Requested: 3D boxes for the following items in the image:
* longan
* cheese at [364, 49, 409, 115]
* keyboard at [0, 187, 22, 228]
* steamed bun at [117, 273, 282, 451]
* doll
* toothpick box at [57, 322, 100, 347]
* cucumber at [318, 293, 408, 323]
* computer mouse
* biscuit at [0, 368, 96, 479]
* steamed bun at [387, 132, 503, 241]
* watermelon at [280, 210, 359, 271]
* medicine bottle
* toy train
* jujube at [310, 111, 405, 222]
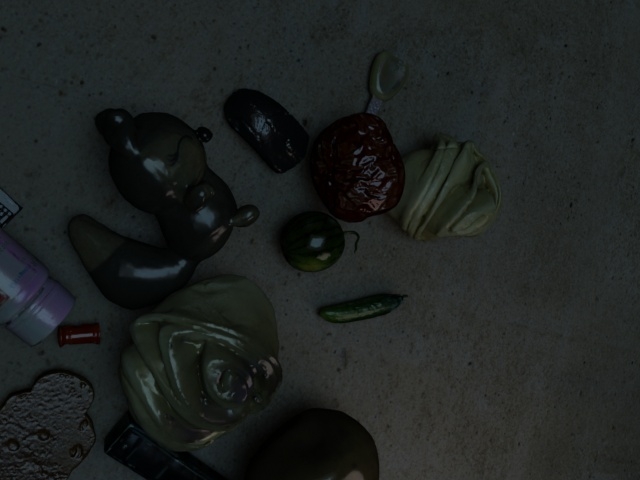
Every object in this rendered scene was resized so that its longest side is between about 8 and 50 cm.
[{"bbox_3d":[-0.019,0.536,1.635,0.350,0.289,0.288,-29,106,-41],"label":"longan"},{"bbox_3d":[0.146,-0.362,1.773,0.097,0.037,0.192,27,84,-23],"label":"cheese"},{"bbox_3d":[-0.703,-0.123,1.412,0.087,0.017,0.250,-48,110,-13],"label":"keyboard"},{"bbox_3d":[-0.224,0.274,1.506,0.352,0.247,0.339,-28,130,-31],"label":"steamed bun"},{"bbox_3d":[-0.351,-0.076,1.458,0.382,0.252,0.378,45,75,-14],"label":"doll"},{"bbox_3d":[-0.503,0.196,1.512,0.083,0.047,0.047,-1,95,-24],"label":"toothpick box"},{"bbox_3d":[0.111,0.167,1.789,0.250,0.056,0.056,-9,98,-21],"label":"cucumber"},{"bbox_3d":[-0.118,-0.252,1.641,0.217,0.073,0.122,43,76,-23],"label":"computer mouse"},{"bbox_3d":[-0.576,0.403,1.498,0.208,0.041,0.290,33,81,-22],"label":"biscuit"},{"bbox_3d":[0.310,-0.123,1.775,0.289,0.203,0.275,28,83,-23],"label":"steamed bun"},{"bbox_3d":[0.000,0.000,1.680,0.187,0.141,0.140,-11,99,-27],"label":"watermelon"},{"bbox_3d":[-0.610,0.077,1.397,0.254,0.152,0.152,45,76,-22],"label":"medicine bottle"},{"bbox_3d":[-0.292,0.527,1.613,0.409,0.089,0.086,42,87,-22],"label":"toy train"},{"bbox_3d":[0.086,-0.164,1.658,0.213,0.213,0.232,-17,84,-23],"label":"jujube"}]
